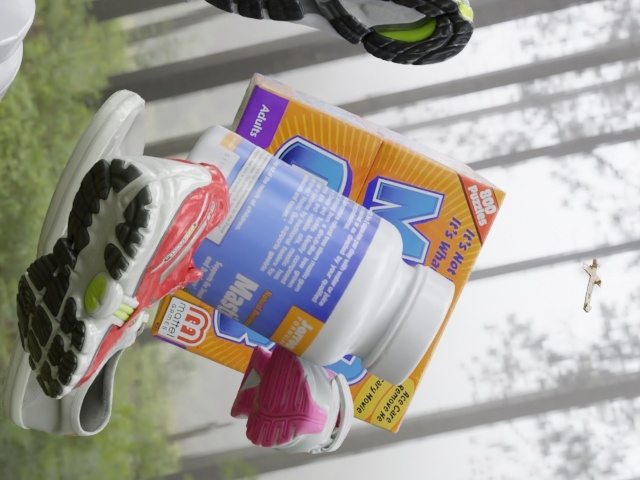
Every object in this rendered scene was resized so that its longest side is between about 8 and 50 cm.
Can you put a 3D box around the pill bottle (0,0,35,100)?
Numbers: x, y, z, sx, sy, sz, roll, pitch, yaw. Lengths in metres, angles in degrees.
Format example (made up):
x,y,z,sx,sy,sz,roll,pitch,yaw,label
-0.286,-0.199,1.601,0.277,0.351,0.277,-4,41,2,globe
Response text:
x,y,z,sx,sy,sz,roll,pitch,yaw,label
-0.415,-0.186,1.321,0.283,0.161,0.161,-41,-130,47,pill bottle

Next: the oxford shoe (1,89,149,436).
x,y,z,sx,sy,sz,roll,pitch,yaw,label
-0.250,0.040,1.407,0.169,0.130,0.449,-51,162,-63,oxford shoe

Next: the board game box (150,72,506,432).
x,y,z,sx,sy,sz,roll,pitch,yaw,label
0.000,0.000,1.758,0.356,0.356,0.356,-106,-141,-79,board game box

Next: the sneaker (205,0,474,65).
x,y,z,sx,sy,sz,roll,pitch,yaw,label
-0.008,-0.252,1.070,0.111,0.300,0.121,125,-19,-45,sneaker

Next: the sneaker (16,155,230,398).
x,y,z,sx,sy,sz,roll,pitch,yaw,label
-0.156,0.036,0.998,0.279,0.118,0.107,-47,-119,40,sneaker

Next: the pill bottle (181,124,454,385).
x,y,z,sx,sy,sz,roll,pitch,yaw,label
-0.020,0.022,1.146,0.152,0.272,0.152,-60,-178,4,pill bottle

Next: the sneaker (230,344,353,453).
x,y,z,sx,sy,sz,roll,pitch,yaw,label
-0.013,0.164,1.253,0.252,0.111,0.103,-168,-81,-79,sneaker

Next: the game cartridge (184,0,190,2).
x,y,z,sx,sy,sz,roll,pitch,yaw,label
-0.111,-0.444,1.483,0.068,0.230,0.355,61,-3,22,game cartridge

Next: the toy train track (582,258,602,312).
x,y,z,sx,sy,sz,roll,pitch,yaw,label
0.362,0.059,1.639,0.048,0.014,0.083,44,50,-31,toy train track
